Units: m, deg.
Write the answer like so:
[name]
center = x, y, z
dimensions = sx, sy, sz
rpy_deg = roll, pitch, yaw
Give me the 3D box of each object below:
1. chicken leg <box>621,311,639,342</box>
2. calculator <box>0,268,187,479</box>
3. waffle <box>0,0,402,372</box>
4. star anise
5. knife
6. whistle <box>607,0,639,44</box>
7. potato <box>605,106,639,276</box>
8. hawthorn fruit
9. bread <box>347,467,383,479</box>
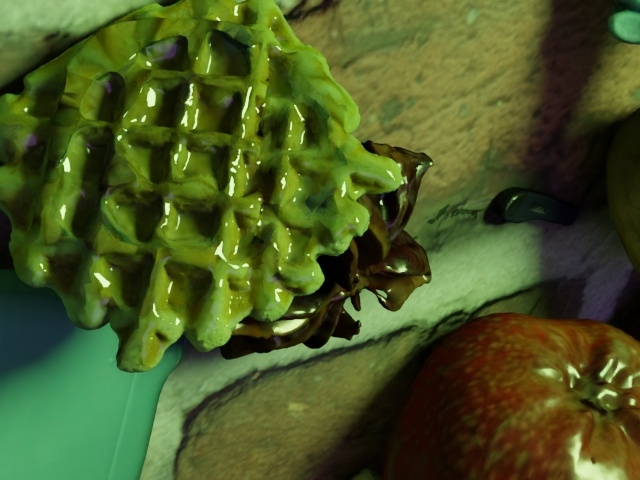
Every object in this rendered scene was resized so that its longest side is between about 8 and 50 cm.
[chicken leg]
center = 0.383, 0.121, 1.247
dimensions = 0.406, 0.096, 0.158
rpy_deg = -15, 116, -16
[calculator]
center = -0.232, 0.143, 0.719
dimensions = 0.386, 0.054, 0.256
rpy_deg = 5, 103, -52
[waffle]
center = -0.079, -0.041, 0.676
dimensions = 0.223, 0.204, 0.054
rpy_deg = -34, 174, -12
[star anise]
center = 0.000, 0.000, 0.819
dimensions = 0.190, 0.126, 0.220
rpy_deg = -22, 159, -6
[knife]
center = 0.196, -0.027, 1.037
dimensions = 0.121, 0.018, 0.031
rpy_deg = 11, 109, -44
[whistle]
center = 0.299, -0.186, 0.869
dimensions = 0.186, 0.093, 0.274
rpy_deg = -5, 99, 13
[potato]
center = 0.364, -0.033, 1.030
dimensions = 0.229, 0.229, 0.266
rpy_deg = -43, 129, -1
[hawthorn fruit]
center = 0.188, 0.216, 1.050
dimensions = 0.275, 0.275, 0.300
rpy_deg = 9, 112, -43
[bread]
center = 0.035, 0.291, 1.123
dimensions = 0.125, 0.082, 0.106
rpy_deg = -42, 146, 2
